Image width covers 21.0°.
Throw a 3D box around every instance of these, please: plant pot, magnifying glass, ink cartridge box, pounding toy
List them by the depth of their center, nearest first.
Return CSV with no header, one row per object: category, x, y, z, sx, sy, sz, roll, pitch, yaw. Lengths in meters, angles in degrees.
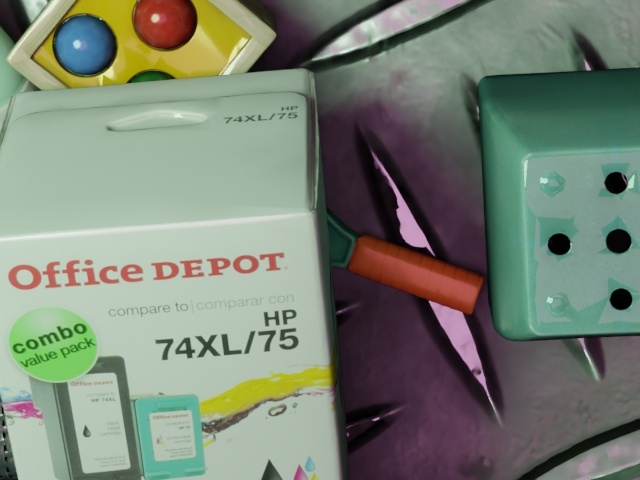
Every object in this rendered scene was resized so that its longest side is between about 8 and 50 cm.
plant pot,0.180,-0.018,1.065,0.166,0.234,0.165,-3,98,7
ink cartridge box,-0.088,0.057,1.079,0.198,0.197,0.270,-5,120,2
pounding toy,-0.130,-0.178,1.130,0.206,0.094,0.181,38,102,-12
magnifying glass,0.000,0.000,1.197,0.231,0.026,0.092,19,100,3

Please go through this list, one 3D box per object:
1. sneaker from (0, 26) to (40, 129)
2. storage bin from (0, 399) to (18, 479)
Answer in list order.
sneaker,-0.336,-0.104,1.160,0.256,0.094,0.151,-27,129,2
storage bin,-0.226,0.067,1.185,0.084,0.122,0.180,-1,99,7
